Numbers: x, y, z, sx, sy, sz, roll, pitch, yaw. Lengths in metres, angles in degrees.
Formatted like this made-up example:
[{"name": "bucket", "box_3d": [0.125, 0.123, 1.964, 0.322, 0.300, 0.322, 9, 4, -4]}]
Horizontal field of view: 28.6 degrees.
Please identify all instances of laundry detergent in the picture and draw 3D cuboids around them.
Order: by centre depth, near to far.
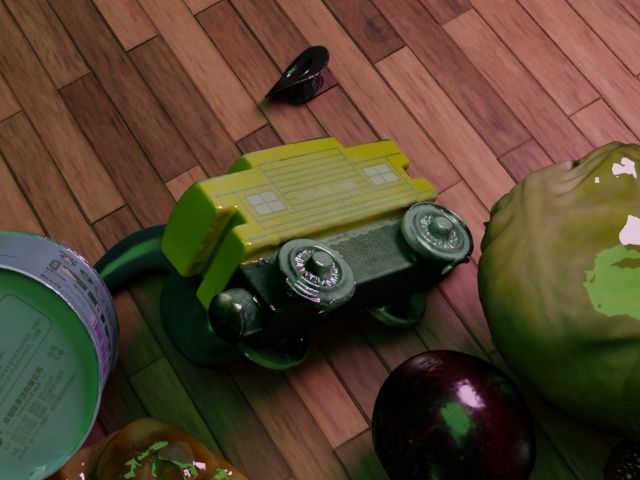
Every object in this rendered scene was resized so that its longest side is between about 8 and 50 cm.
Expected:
[{"name": "laundry detergent", "box_3d": [-0.407, 0.140, 1.612, 0.287, 0.305, 0.287, -1, 99, -4]}]

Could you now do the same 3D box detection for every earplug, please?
[{"name": "earplug", "box_3d": [-0.180, 0.073, 1.721, 0.257, 0.280, 0.164, 23, 100, -16]}]

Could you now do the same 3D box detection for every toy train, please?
[{"name": "toy train", "box_3d": [0.000, 0.000, 1.646, 0.442, 0.179, 0.272, -16, 58, -44]}]

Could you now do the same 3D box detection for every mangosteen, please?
[{"name": "mangosteen", "box_3d": [0.179, 0.242, 1.573, 0.216, 0.216, 0.216, -3, 63, 6]}]

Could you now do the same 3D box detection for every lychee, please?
[{"name": "lychee", "box_3d": [0.420, 0.296, 1.557, 0.129, 0.123, 0.123, -23, 56, 36]}]

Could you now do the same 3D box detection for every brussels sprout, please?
[{"name": "brussels sprout", "box_3d": [0.412, 0.077, 1.532, 0.425, 0.342, 0.361, -12, 53, 3]}]

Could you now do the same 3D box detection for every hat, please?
[{"name": "hat", "box_3d": [-0.029, -0.243, 1.918, 0.121, 0.050, 0.121, -32, 23, 16]}]

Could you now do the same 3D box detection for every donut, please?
[{"name": "donut", "box_3d": [-0.218, 0.405, 1.557, 0.360, 0.170, 0.360, -4, 63, 8]}]
